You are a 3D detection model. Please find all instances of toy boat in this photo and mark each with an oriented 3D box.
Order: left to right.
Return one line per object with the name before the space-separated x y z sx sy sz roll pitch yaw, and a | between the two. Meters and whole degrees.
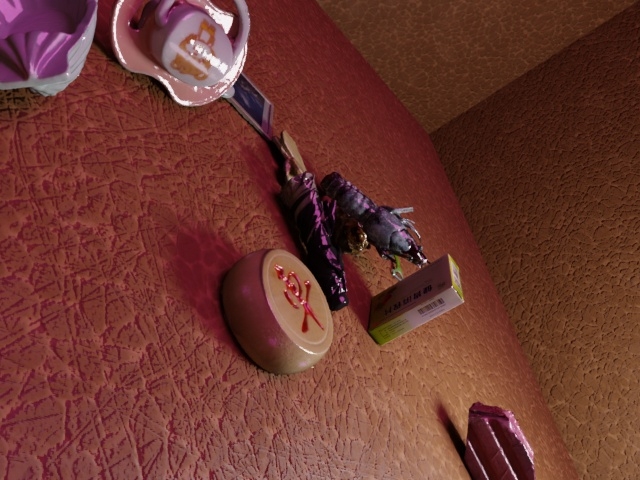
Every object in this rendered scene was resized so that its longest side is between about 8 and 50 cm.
toy boat | -0.431 -0.321 0.890 0.100 0.200 0.290 85 -8 -55

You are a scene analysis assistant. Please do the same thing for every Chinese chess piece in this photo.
Chinese chess piece | -0.077 0.133 1.117 0.251 0.097 0.250 45 27 -30

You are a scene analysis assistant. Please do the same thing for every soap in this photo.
soap | 0.494 0.593 1.614 0.289 0.182 0.112 62 19 7

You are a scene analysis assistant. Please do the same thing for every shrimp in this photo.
shrimp | 0.166 -0.048 1.726 0.410 0.221 0.166 41 2 -9

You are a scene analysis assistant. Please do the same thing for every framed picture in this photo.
framed picture | -0.228 -0.420 1.604 0.281 0.019 0.209 43 27 -34

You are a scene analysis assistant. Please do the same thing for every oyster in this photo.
oyster | 0.067 -0.022 1.524 0.345 0.079 0.128 -144 -139 -82

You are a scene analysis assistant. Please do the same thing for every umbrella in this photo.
umbrella | -0.001 0.002 1.437 0.106 0.113 0.357 -8 71 -37

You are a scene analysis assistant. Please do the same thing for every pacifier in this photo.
pacifier | -0.300 -0.432 1.230 0.332 0.273 0.220 29 65 -53

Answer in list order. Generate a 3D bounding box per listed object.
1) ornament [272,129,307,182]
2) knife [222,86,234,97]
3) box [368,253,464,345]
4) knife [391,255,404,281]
ornament | -0.065 -0.200 1.624 0.180 0.059 0.201 46 21 -55
knife | -0.299 -0.413 1.424 0.222 0.031 0.064 25 54 -45
box | 0.253 0.158 1.554 0.062 0.260 0.175 51 23 -17
knife | 0.260 0.075 1.990 0.078 0.023 0.166 47 25 -38
